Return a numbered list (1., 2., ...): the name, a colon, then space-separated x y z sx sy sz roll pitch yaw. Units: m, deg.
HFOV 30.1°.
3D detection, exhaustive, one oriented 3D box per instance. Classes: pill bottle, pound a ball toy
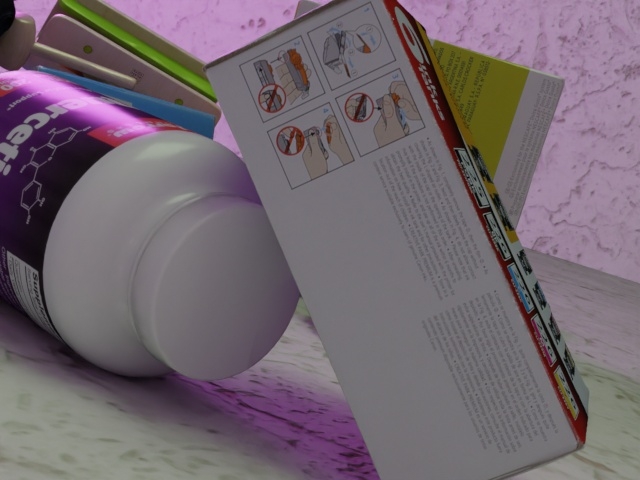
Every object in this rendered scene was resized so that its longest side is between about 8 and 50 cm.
1. pill bottle: -0.162 -0.013 0.896 0.181 0.181 0.323 11 9 -45
2. pound a ball toy: -0.302 -0.220 1.677 0.319 0.136 0.208 29 27 -18

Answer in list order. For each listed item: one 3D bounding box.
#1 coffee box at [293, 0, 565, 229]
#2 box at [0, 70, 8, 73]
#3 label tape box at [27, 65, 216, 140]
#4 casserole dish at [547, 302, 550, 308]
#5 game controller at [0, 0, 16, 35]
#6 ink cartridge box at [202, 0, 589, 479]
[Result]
1. coffee box: 0.096 -0.092 1.550 0.334 0.338 0.337 18 6 6
2. box: -0.439 -0.183 1.777 0.147 0.077 0.180 -6 -13 33
3. label tape box: -0.336 -0.120 1.557 0.249 0.115 0.347 12 -12 -37
4. casserole dish: 0.295 0.100 1.809 0.114 0.037 0.188 19 8 16
5. game controller: -0.491 -0.267 1.571 0.319 0.166 0.067 -27 -50 37
6. ink cartridge box: 0.070 0.001 0.848 0.130 0.309 0.272 -24 -3 13
